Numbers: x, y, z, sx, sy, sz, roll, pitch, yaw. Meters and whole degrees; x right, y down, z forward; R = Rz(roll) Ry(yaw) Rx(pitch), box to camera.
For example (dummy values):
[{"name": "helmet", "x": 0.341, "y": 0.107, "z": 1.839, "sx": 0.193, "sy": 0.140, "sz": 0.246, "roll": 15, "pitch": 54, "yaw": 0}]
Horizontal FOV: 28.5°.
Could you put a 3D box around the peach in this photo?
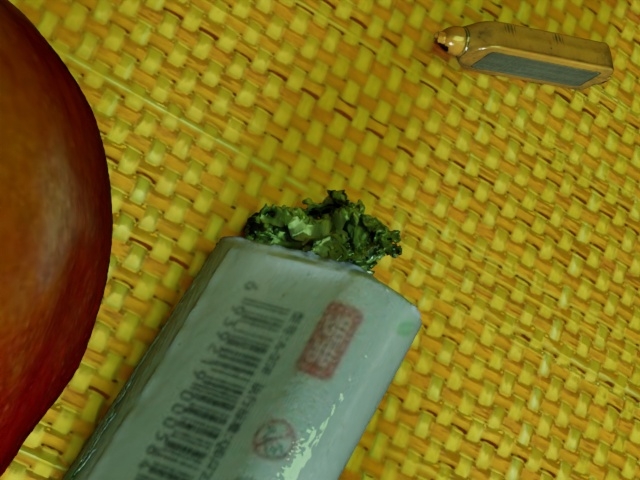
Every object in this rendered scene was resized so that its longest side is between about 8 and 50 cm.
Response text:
[{"name": "peach", "x": -0.263, "y": 0.009, "z": 0.662, "sx": 0.307, "sy": 0.308, "sz": 0.333, "roll": -4, "pitch": 80, "yaw": -29}]

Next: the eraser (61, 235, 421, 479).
[{"name": "eraser", "x": -0.057, "y": 0.115, "z": 0.829, "sx": 0.227, "sy": 0.174, "sz": 0.081, "roll": -59, "pitch": 141, "yaw": -23}]

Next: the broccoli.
[{"name": "broccoli", "x": 0.000, "y": 0.000, "z": 0.919, "sx": 0.095, "sy": 0.092, "sz": 0.097, "roll": -43, "pitch": 90, "yaw": -2}]

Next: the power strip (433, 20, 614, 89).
[{"name": "power strip", "x": 0.171, "y": -0.158, "z": 1.062, "sx": 0.178, "sy": 0.049, "sz": 0.028, "roll": 5, "pitch": 73, "yaw": -27}]
